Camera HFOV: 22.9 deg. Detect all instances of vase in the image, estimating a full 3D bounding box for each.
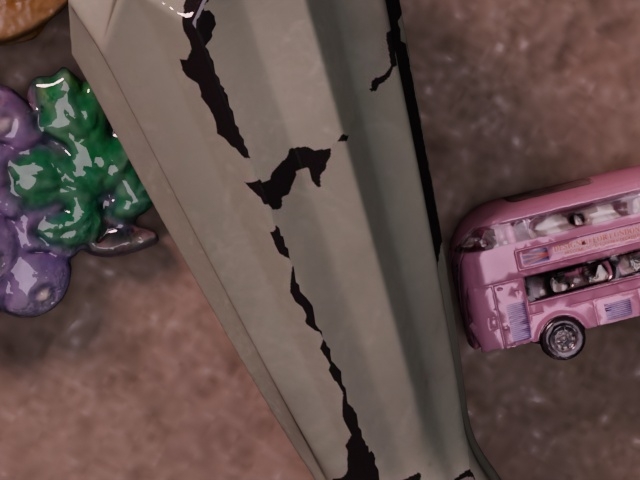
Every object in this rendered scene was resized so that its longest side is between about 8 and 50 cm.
[{"bbox_3d":[0.000,0.000,0.798,0.165,0.165,0.360,-21,102,-4],"label":"vase"}]

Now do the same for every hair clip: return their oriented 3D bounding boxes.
[{"bbox_3d":[-0.170,-0.019,0.829,0.195,0.052,0.124,-21,108,-13],"label":"hair clip"}]

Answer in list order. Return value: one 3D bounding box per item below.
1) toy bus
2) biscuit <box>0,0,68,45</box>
[{"bbox_3d":[0.172,0.004,0.861,0.203,0.063,0.090,-13,97,-5],"label":"toy bus"},{"bbox_3d":[-0.189,-0.183,0.795,0.170,0.050,0.170,-2,96,-22],"label":"biscuit"}]
